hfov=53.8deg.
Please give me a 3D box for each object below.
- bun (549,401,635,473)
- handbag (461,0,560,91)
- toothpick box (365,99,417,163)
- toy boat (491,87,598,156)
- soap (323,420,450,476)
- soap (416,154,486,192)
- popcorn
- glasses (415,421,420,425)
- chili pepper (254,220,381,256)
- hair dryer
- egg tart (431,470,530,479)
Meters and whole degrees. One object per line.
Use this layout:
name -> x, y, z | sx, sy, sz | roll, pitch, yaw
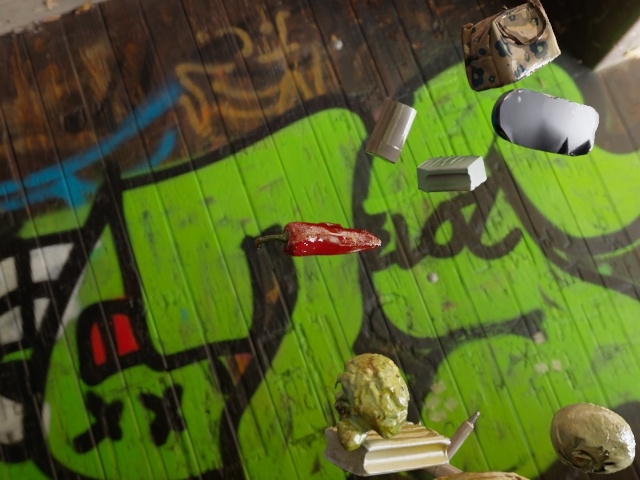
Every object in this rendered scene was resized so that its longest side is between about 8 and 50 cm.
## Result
bun -> 0.844, 0.636, 1.972 | 0.259, 0.259, 0.152 | -31, -169, 46
handbag -> 0.529, -0.557, 1.787 | 0.252, 0.193, 0.190 | -32, -162, -23
toothpick box -> 0.225, -0.346, 2.020 | 0.111, 0.180, 0.111 | 22, -174, -2
toy boat -> 0.534, -0.289, 1.551 | 0.299, 0.134, 0.092 | 9, -169, -21
soap -> 0.163, 0.503, 1.541 | 0.274, 0.089, 0.174 | 7, 175, -35
soap -> 0.420, -0.221, 2.081 | 0.231, 0.091, 0.145 | 2, -156, 41
popcorn -> 0.103, 0.359, 1.396 | 0.212, 0.198, 0.198 | -53, 170, -3
glasses -> 0.228, 0.643, 2.101 | 0.256, 0.095, 0.162 | -15, 165, -40
chili pepper -> 0.000, 0.000, 1.878 | 0.388, 0.110, 0.110 | 2, 162, -22
hair dryer -> 0.365, 0.572, 1.815 | 0.195, 0.220, 0.053 | 21, 168, 28
egg tart -> 0.262, 0.506, 1.149 | 0.297, 0.297, 0.132 | -21, -150, 4
